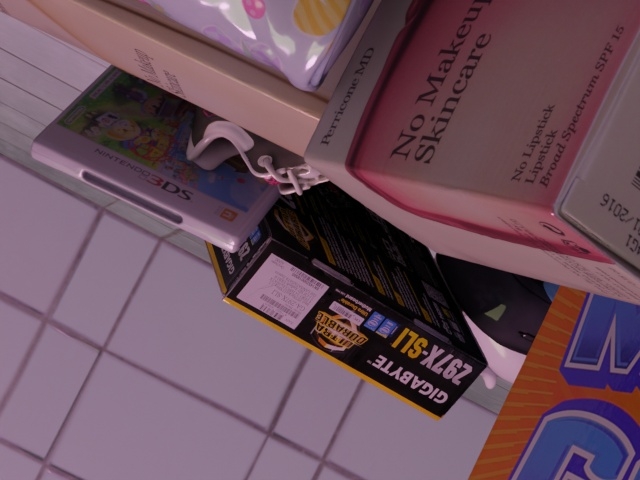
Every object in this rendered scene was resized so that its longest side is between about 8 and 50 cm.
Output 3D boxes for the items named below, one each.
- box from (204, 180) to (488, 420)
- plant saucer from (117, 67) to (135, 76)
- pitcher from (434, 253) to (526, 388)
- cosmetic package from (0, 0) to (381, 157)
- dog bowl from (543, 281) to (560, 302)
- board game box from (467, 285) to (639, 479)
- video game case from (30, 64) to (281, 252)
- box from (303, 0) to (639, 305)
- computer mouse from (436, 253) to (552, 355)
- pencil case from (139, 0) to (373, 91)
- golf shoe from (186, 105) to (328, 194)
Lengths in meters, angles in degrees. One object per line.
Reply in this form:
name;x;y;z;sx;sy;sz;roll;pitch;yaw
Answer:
box;0.000;0.000;1.585;0.257;0.079;0.322;29;-160;-28
plant saucer;-0.141;-0.143;1.438;0.083;0.015;0.083;18;-172;-3
pitcher;0.176;0.091;1.709;0.207;0.178;0.125;35;179;-42
cosmetic package;-0.076;-0.159;1.146;0.309;0.113;0.160;25;172;6
dog bowl;0.318;0.114;1.435;0.297;0.074;0.166;45;-168;12
board game box;0.352;0.188;1.091;0.356;0.357;0.356;32;171;-34
video game case;-0.109;-0.094;1.455;0.193;0.212;0.023;25;132;10
box;0.124;-0.066;0.951;0.127;0.149;0.232;32;170;-33
computer mouse;0.236;0.068;1.570;0.184;0.060;0.262;-22;131;32
pencil case;-0.090;-0.190;0.980;0.273;0.113;0.124;26;164;4
golf shoe;0.012;-0.081;1.344;0.273;0.120;0.105;19;167;39
